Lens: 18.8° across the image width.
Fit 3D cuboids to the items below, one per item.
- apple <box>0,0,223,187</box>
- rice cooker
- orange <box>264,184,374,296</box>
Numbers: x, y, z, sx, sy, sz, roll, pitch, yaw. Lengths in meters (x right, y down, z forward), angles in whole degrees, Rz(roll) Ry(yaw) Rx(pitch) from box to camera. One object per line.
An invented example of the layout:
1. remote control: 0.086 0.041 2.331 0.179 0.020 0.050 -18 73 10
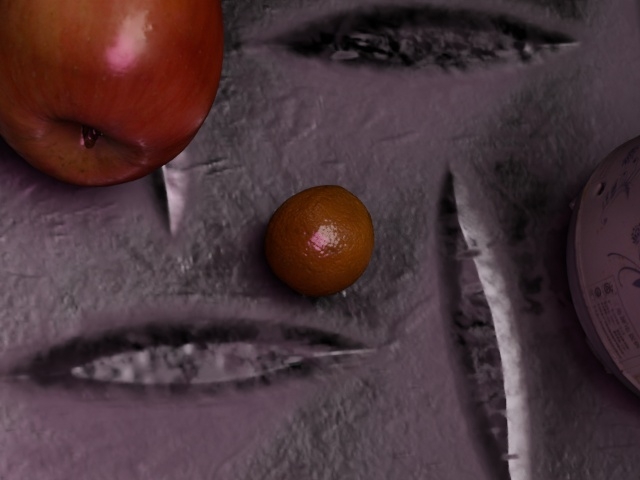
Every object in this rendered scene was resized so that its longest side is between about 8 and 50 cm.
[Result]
1. apple: -0.150 -0.140 1.309 0.199 0.199 0.199 10 69 -27
2. rice cooker: 0.350 -0.001 1.475 0.264 0.317 0.316 -37 94 -33
3. orange: 0.000 0.000 1.407 0.085 0.085 0.085 10 69 -27
